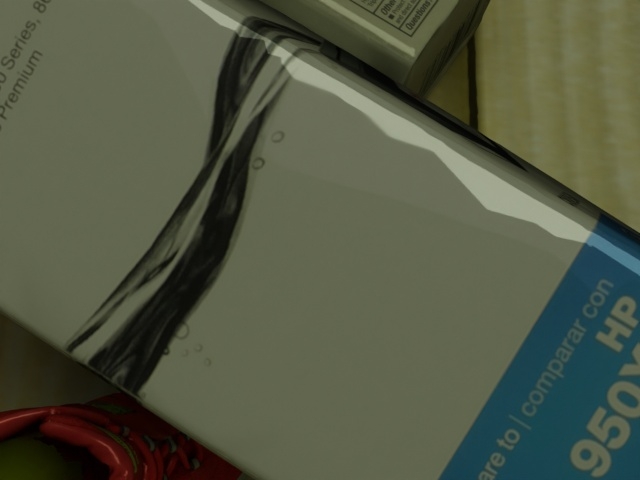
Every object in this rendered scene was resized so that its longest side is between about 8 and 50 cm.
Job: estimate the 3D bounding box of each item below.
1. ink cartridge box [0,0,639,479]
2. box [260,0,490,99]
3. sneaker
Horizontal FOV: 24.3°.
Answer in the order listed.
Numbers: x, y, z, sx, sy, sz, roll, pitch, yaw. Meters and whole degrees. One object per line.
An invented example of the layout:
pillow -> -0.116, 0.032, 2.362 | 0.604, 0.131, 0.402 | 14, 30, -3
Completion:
ink cartridge box -> 0.000, 0.000, 0.711 | 0.395, 0.285, 0.166 | 32, 97, 8
box -> -0.051, -0.201, 0.919 | 0.311, 0.121, 0.148 | 33, 62, 9
sneaker -> -0.104, 0.120, 0.718 | 0.279, 0.118, 0.107 | -13, 77, -36
